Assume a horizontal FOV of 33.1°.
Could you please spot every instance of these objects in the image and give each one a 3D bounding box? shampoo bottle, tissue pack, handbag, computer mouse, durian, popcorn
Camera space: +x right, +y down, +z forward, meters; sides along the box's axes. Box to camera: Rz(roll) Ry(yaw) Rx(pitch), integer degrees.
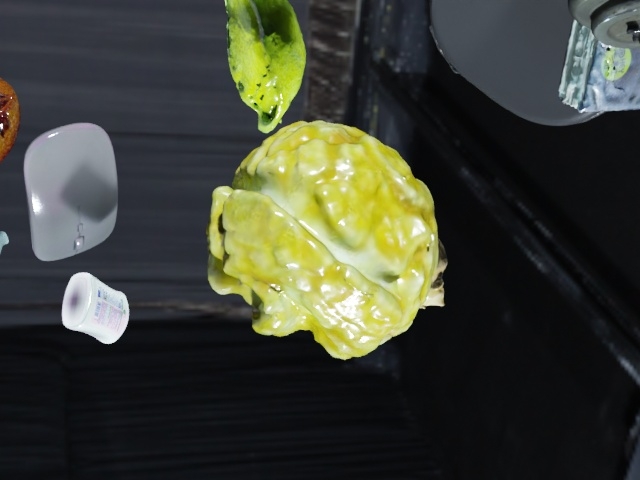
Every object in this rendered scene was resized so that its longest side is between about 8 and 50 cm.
[{"bbox_3d":[-0.281,0.088,1.362,0.099,0.043,0.072,41,52,-60],"label":"shampoo bottle"},{"bbox_3d":[0.413,-0.246,1.318,0.073,0.235,0.173,-133,-136,-54],"label":"tissue pack"},{"bbox_3d":[0.287,-0.291,1.463,0.093,0.308,0.254,-46,172,-41],"label":"handbag"},{"bbox_3d":[-0.322,-0.054,1.390,0.057,0.120,0.232,53,-31,32],"label":"computer mouse"},{"bbox_3d":[-0.087,-0.307,1.732,0.139,0.101,0.250,-19,-93,60],"label":"durian"},{"bbox_3d":[0.008,0.003,1.234,0.247,0.282,0.282,-38,-128,51],"label":"popcorn"}]

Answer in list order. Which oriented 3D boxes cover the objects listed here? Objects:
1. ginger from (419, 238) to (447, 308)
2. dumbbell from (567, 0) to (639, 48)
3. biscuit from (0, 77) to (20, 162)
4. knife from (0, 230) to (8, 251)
[{"bbox_3d":[0.098,0.004,1.701,0.138,0.267,0.152,-54,-179,42],"label":"ginger"},{"bbox_3d":[0.359,-0.326,1.156,0.192,0.192,0.290,150,-59,-72],"label":"dumbbell"},{"bbox_3d":[-0.401,-0.107,1.132,0.049,0.192,0.192,53,15,-43],"label":"biscuit"},{"bbox_3d":[-0.507,0.040,1.628,0.210,0.015,0.028,-89,159,-61],"label":"knife"}]
